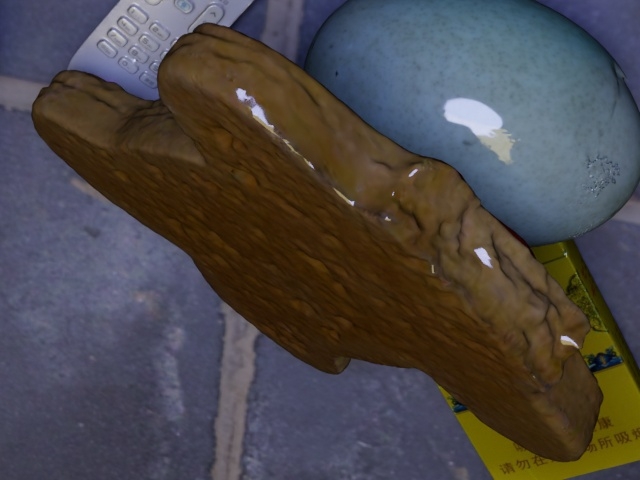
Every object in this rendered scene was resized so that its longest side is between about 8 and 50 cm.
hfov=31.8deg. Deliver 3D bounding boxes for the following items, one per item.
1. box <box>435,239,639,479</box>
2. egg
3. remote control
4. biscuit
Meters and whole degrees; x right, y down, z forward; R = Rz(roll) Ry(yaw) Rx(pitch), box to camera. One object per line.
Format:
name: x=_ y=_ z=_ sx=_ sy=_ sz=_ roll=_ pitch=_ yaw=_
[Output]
box: x=0.159 y=0.080 z=0.914 sx=0.153 sy=0.041 sz=0.279 roll=-21 pitch=113 yaw=25
egg: x=0.102 y=-0.084 z=0.754 sx=0.237 sy=0.169 sz=0.169 roll=19 pitch=122 yaw=5
remote control: x=-0.102 y=-0.177 z=0.827 sx=0.073 sy=0.044 sz=0.229 roll=37 pitch=116 yaw=-22
biscuit: x=0.000 y=0.000 z=0.756 sx=0.368 sy=0.076 sz=0.394 roll=43 pitch=162 yaw=-23
